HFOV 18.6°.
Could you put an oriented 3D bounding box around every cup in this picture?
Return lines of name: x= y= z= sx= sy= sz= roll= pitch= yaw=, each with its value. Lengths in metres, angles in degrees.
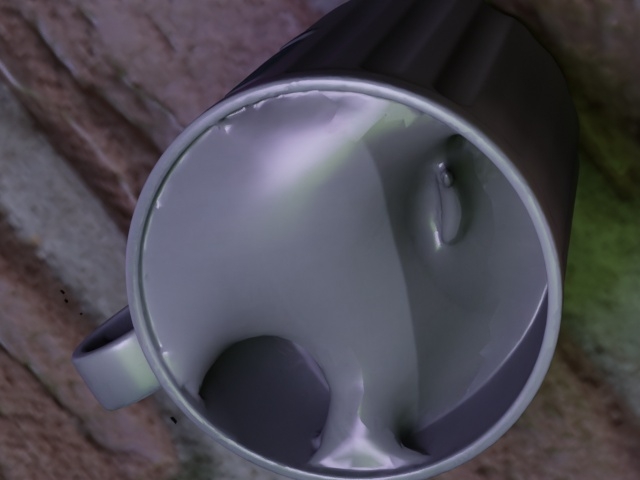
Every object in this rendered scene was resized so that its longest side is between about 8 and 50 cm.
cup: x=0.002 y=-0.014 z=0.827 sx=0.221 sy=0.202 sz=0.167 roll=1 pitch=110 yaw=13
